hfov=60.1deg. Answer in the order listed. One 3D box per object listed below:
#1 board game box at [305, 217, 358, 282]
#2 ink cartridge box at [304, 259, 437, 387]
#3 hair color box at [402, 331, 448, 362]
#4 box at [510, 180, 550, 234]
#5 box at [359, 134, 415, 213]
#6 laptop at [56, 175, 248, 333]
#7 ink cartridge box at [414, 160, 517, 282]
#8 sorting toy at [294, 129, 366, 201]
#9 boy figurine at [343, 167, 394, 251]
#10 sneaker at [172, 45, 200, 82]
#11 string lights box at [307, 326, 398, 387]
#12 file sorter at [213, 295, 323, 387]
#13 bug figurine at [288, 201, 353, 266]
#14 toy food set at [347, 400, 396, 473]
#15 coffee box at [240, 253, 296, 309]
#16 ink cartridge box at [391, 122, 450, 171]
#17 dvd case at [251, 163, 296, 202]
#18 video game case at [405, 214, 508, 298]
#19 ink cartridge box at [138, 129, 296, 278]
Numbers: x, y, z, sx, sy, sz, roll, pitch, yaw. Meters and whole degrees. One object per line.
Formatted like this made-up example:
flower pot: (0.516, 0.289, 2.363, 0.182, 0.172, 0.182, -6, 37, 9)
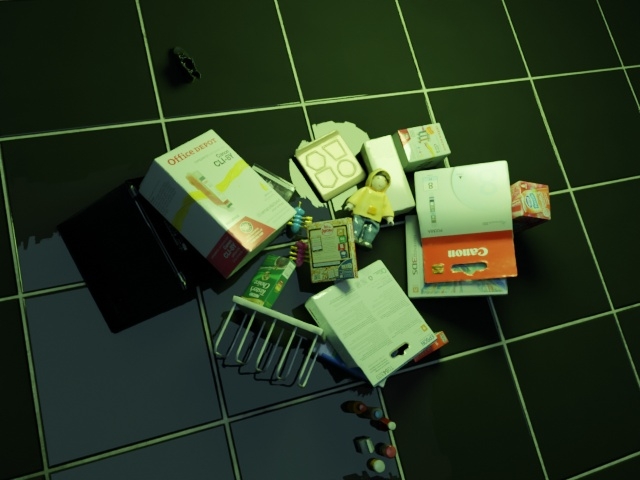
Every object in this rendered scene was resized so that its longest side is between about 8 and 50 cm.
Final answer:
board game box: (0.036, 0.032, 1.758, 0.147, 0.045, 0.193, -7, 85, 20)
ink cartridge box: (0.166, 0.261, 1.764, 0.324, 0.071, 0.330, -25, 74, -37)
hair color box: (0.350, 0.358, 1.851, 0.141, 0.072, 0.043, -27, 83, -19)
box: (0.681, -0.104, 1.964, 0.123, 0.257, 0.128, 8, 74, -16)
box: (0.235, -0.224, 1.959, 0.113, 0.094, 0.274, -15, 80, -8)
laptop: (-0.519, 0.015, 1.743, 0.408, 0.236, 0.381, -24, 82, -48)
ink cartridge box: (0.485, -0.062, 1.861, 0.309, 0.091, 0.384, -5, 73, 15)
sorting toy: (0.035, -0.265, 1.958, 0.193, 0.038, 0.208, -31, 89, -20)
boy figurine: (0.172, -0.106, 1.840, 0.177, 0.092, 0.285, 24, 78, -8)
sneaker: (-0.458, -0.608, 1.888, 0.051, 0.089, 0.170, -23, 82, -19)
string lights box: (0.105, 0.358, 1.783, 0.260, 0.077, 0.133, 29, 71, -6)
file sorter: (-0.144, 0.308, 1.635, 0.278, 0.193, 0.173, 19, 75, 10)
bug figurine: (0.000, 0.000, 1.855, 0.279, 0.072, 0.216, 16, 78, -15)
toy food set: (0.174, 0.604, 1.720, 0.111, 0.104, 0.232, -15, 79, -18)
coffee box: (-0.166, 0.133, 1.756, 0.040, 0.113, 0.184, 49, 64, -40)
ink cartridge box: (0.353, -0.333, 2.008, 0.176, 0.127, 0.128, -15, 79, -19)
dvd case: (-0.203, -0.132, 1.865, 0.165, 0.018, 0.221, 29, 71, -5)
video game case: (0.463, 0.048, 1.909, 0.329, 0.036, 0.299, -3, 75, 12)
ink cartridge box: (-0.310, -0.119, 1.686, 0.385, 0.160, 0.279, 44, 41, 1)
